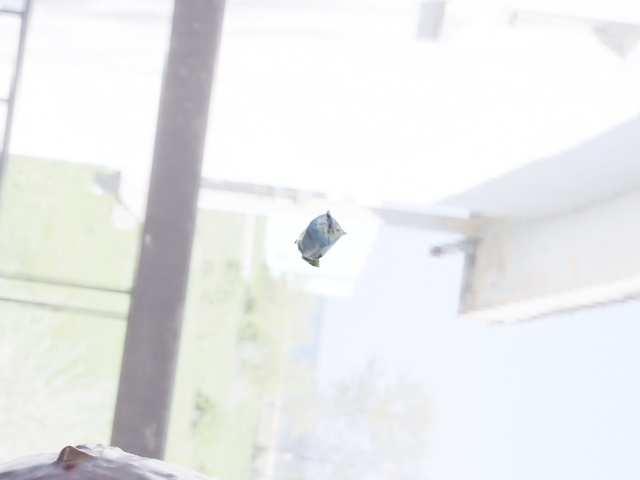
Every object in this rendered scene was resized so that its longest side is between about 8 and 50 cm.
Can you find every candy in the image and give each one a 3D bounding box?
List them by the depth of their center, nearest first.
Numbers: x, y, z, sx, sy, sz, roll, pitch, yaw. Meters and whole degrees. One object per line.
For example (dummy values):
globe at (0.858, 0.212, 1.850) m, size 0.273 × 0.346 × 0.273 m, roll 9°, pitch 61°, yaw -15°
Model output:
candy at (0.000, 0.001, 0.961) m, size 0.030 × 0.020 × 0.083 m, roll 58°, pitch -21°, yaw 1°

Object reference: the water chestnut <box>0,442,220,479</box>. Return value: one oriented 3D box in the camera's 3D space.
water chestnut at (-0.111, 0.272, 0.626) m, size 0.350 × 0.302 × 0.351 m, roll -14°, pitch 90°, yaw -80°
